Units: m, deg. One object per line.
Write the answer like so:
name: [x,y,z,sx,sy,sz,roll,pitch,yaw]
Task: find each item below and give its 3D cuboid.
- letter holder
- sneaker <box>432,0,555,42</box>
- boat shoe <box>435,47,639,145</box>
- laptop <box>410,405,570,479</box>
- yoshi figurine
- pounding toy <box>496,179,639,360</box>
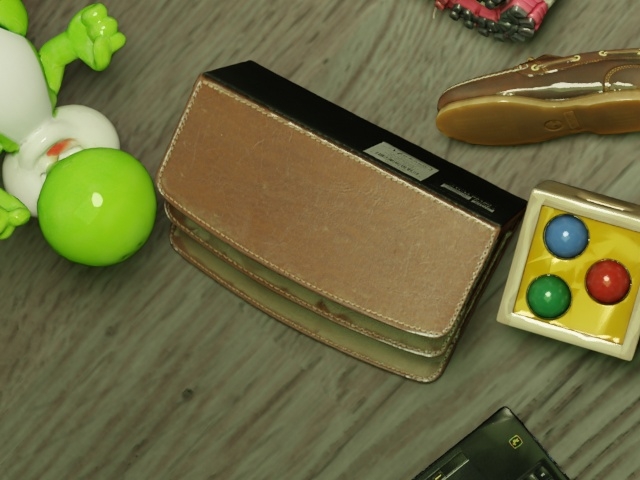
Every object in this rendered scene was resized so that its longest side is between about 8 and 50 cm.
letter holder: [0.000,0.000,1.832,0.302,0.152,0.214,28,105,9]
sneaker: [0.085,-0.289,1.800,0.299,0.121,0.112,30,75,9]
boat shoe: [0.208,-0.133,1.807,0.207,0.073,0.073,-3,60,11]
laptop: [0.160,0.335,1.844,0.234,0.136,0.264,-41,87,15]
yoshi figurine: [-0.262,-0.107,1.799,0.203,0.203,0.362,-22,126,28]
pounding toy: [0.275,-0.004,1.790,0.181,0.094,0.206,17,102,12]
